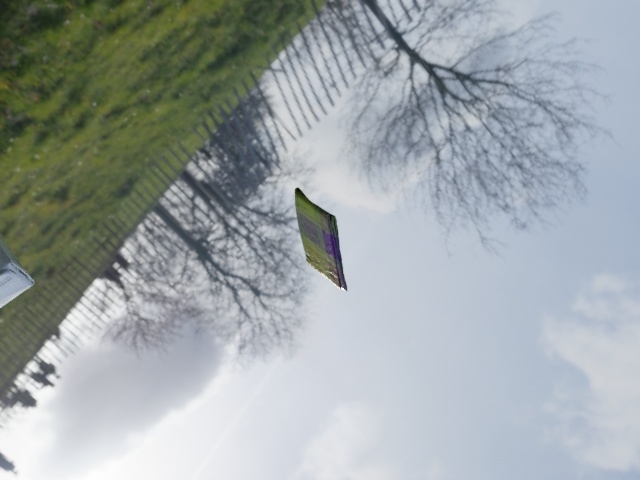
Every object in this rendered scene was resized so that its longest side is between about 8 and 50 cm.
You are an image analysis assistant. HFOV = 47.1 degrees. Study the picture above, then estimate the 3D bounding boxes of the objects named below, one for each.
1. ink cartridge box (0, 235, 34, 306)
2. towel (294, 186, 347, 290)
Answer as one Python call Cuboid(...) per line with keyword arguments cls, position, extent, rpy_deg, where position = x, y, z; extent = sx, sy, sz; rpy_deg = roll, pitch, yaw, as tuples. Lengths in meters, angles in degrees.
Cuboid(cls="ink cartridge box", position=(-0.541, 0.001, 0.953), extent=(0.197, 0.273, 0.114), rpy_deg=(-37, 169, -13))
Cuboid(cls="towel", position=(0.000, 0.000, 0.617), extent=(0.009, 0.083, 0.060), rpy_deg=(-28, -141, -22))
